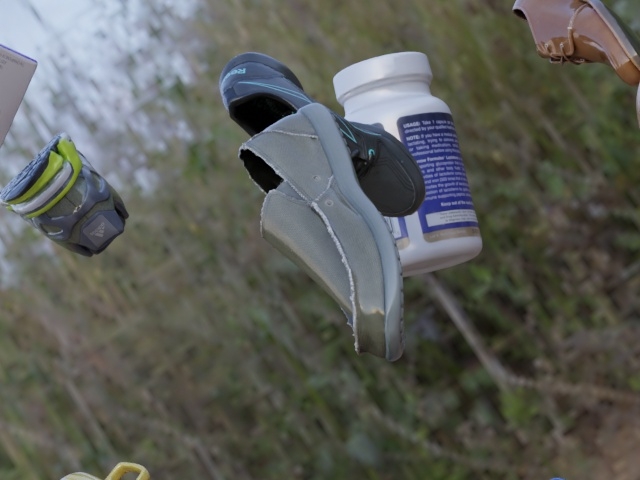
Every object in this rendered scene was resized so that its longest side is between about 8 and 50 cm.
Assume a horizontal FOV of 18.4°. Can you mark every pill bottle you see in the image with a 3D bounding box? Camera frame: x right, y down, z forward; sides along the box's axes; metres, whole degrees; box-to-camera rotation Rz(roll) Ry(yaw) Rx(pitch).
[{"bbox_3d":[0.104,-0.094,2.492,0.153,0.264,0.153,-12,-8,-2],"label":"pill bottle"}]

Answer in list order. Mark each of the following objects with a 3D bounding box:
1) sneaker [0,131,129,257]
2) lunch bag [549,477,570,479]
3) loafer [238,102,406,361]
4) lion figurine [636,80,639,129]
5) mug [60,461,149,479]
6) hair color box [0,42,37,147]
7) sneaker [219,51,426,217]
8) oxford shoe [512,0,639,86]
[{"bbox_3d":[-0.271,-0.038,2.115,0.111,0.121,0.300,-45,8,0],"label":"sneaker"},{"bbox_3d":[0.181,0.221,1.452,0.098,0.067,0.065,-45,-33,16],"label":"lunch bag"},{"bbox_3d":[0.000,0.000,1.514,0.087,0.251,0.094,-15,-44,-9],"label":"loafer"},{"bbox_3d":[0.332,-0.183,1.650,0.240,0.392,0.142,17,-26,-20],"label":"lion figurine"},{"bbox_3d":[-0.172,0.209,1.545,0.062,0.078,0.064,19,-11,-39],"label":"mug"},{"bbox_3d":[-0.411,-0.049,1.781,0.185,0.110,0.339,24,-91,-55],"label":"hair color box"},{"bbox_3d":[-0.003,-0.099,2.173,0.101,0.267,0.106,-54,9,20],"label":"sneaker"},{"bbox_3d":[0.236,-0.179,1.764,0.076,0.212,0.076,-44,-57,6],"label":"oxford shoe"}]
